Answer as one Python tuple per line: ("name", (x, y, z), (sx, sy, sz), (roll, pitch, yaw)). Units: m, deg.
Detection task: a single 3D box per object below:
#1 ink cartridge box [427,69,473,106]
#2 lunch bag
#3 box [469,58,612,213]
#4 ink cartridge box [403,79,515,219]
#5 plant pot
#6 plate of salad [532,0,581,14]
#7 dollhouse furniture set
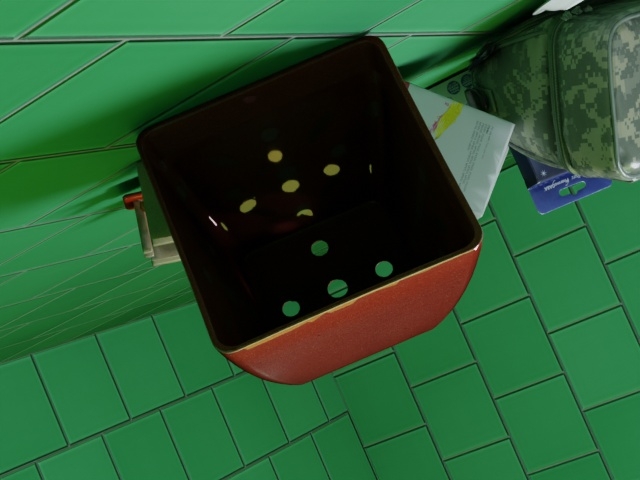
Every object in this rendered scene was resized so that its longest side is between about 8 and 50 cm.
("ink cartridge box", (0.146, -0.181, 1.873), (0.207, 0.046, 0.097), (-25, 177, 20))
("lunch bag", (0.365, -0.208, 1.632), (0.305, 0.212, 0.256), (-22, -161, -29))
("box", (0.304, -0.160, 1.766), (0.136, 0.225, 0.036), (-22, 175, -26))
("ink cartridge box", (0.125, -0.104, 1.616), (0.176, 0.127, 0.128), (20, 169, -4))
("plant pot", (0.000, 0.000, 1.357), (0.267, 0.267, 0.235), (-23, 152, -2))
("plate of salad", (0.295, -0.289, 1.329), (0.200, 0.048, 0.200), (-32, -178, 1))
("dollhouse furniture set", (-0.110, -0.069, 1.605), (0.259, 0.135, 0.262), (-11, 174, -8))
